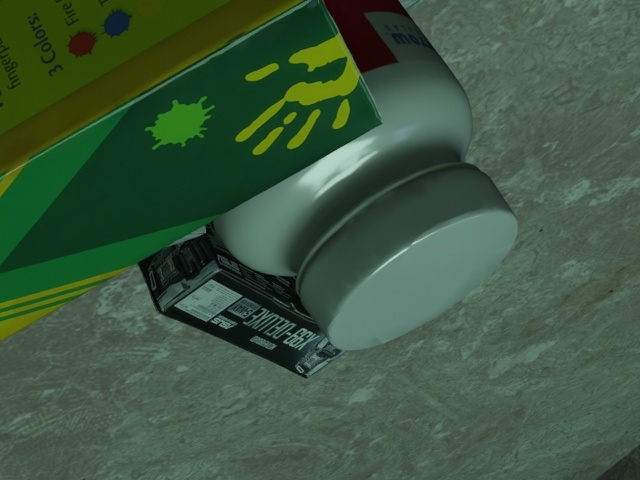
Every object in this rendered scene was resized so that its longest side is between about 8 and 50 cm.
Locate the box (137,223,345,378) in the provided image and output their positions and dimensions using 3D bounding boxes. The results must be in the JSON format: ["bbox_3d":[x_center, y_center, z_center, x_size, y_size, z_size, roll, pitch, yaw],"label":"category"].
[{"bbox_3d":[-0.102,-0.004,1.499,0.076,0.242,0.307,-35,151,13],"label":"box"}]

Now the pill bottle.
[{"bbox_3d":[-0.024,-0.122,1.178,0.229,0.407,0.229,-28,157,-13],"label":"pill bottle"}]

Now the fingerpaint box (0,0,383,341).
[{"bbox_3d":[-0.229,-0.176,0.898,0.371,0.444,0.163,-30,152,3],"label":"fingerpaint box"}]

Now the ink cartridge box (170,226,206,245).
[{"bbox_3d":[-0.274,-0.093,1.125,0.310,0.271,0.130,-16,175,28],"label":"ink cartridge box"}]

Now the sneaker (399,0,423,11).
[{"bbox_3d":[0.079,-0.262,1.356,0.095,0.090,0.235,-15,177,-25],"label":"sneaker"}]
